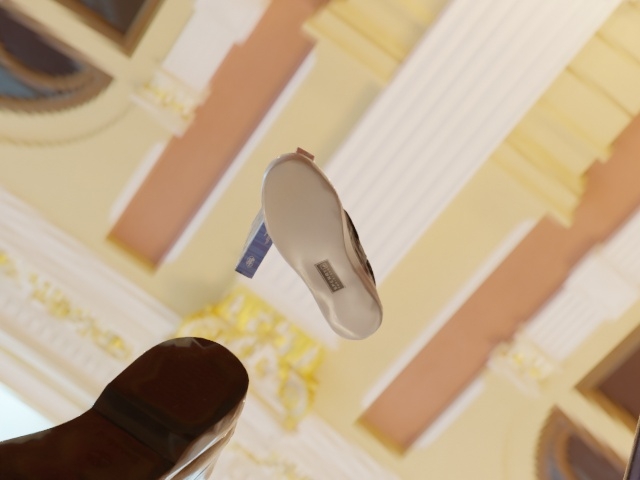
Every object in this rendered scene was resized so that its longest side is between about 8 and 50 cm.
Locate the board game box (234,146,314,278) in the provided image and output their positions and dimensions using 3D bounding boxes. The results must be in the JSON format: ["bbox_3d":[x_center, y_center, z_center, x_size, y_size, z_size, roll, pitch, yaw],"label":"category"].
[{"bbox_3d":[-0.039,-0.024,1.524,0.020,0.090,0.090,28,-153,-7],"label":"board game box"}]

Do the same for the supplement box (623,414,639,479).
[{"bbox_3d":[0.296,0.261,1.161,0.195,0.357,0.194,6,-139,16],"label":"supplement box"}]

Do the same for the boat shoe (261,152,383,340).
[{"bbox_3d":[0.000,0.000,1.108,0.040,0.049,0.142,-94,-18,-56],"label":"boat shoe"}]

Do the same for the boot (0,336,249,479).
[{"bbox_3d":[-0.169,0.185,1.197,0.112,0.115,0.305,38,-132,26],"label":"boot"}]
